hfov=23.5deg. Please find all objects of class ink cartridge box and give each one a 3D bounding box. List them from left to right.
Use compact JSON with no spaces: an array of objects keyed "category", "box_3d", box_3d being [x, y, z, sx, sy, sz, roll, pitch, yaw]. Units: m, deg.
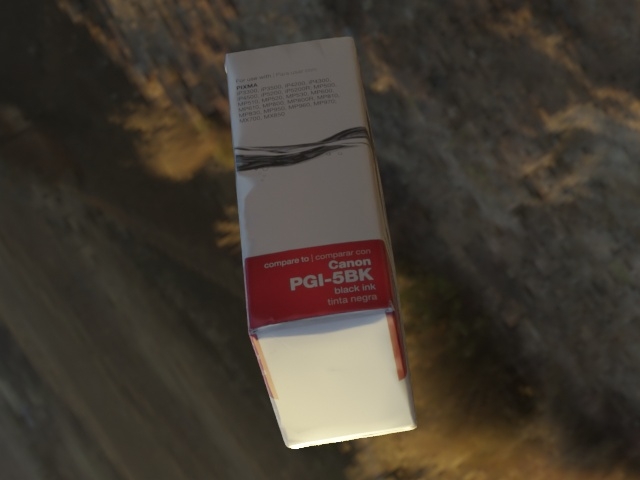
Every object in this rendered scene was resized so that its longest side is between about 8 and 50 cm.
[{"category":"ink cartridge box","box_3d":[0.000,0.000,0.623,0.099,0.056,0.135,76,-174,-56]}]
